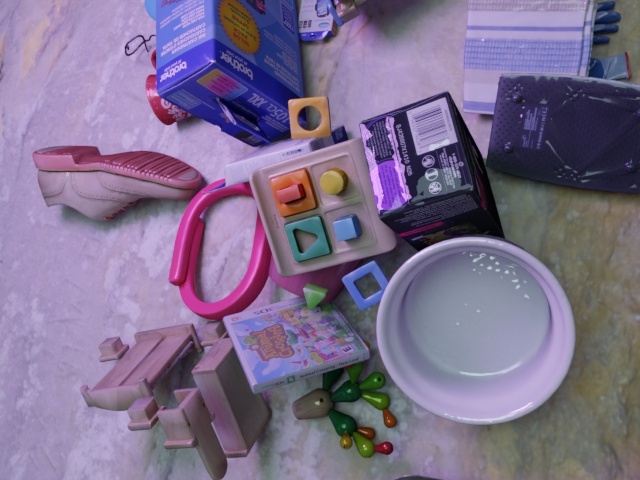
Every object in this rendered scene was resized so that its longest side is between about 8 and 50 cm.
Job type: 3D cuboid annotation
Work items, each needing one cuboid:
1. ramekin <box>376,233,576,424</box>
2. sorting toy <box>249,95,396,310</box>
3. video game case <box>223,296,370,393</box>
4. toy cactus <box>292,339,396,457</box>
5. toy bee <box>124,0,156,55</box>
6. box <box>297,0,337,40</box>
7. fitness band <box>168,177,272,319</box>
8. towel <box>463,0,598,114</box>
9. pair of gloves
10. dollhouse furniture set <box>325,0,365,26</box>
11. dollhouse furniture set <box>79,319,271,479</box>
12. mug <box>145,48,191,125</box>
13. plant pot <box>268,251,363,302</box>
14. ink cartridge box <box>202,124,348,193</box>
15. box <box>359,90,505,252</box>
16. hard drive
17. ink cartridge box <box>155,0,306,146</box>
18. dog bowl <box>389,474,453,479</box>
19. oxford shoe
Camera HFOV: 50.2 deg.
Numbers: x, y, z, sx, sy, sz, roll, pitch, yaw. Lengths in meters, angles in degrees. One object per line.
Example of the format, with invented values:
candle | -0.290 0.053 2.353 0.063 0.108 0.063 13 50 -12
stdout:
ramekin | 0.231 0.120 1.028 0.277 0.135 0.277 3 101 14
sorting toy | 0.000 -0.048 1.054 0.195 0.047 0.348 -16 97 13
video game case | -0.047 0.160 1.138 0.193 0.023 0.212 -14 28 -15
toy cactus | 0.028 0.268 1.156 0.180 0.112 0.219 -26 75 26
toy bee | -0.291 -0.485 1.485 0.162 0.298 0.195 40 57 1
box | -0.002 -0.470 1.405 0.081 0.028 0.136 4 80 25
fitness band | -0.185 0.011 1.321 0.208 0.054 0.291 -6 62 24
towel | 0.343 -0.342 1.125 0.209 0.034 0.285 8 109 25
pair of gloves | 0.437 -0.320 1.166 0.159 0.023 0.198 -11 76 20
dollhouse furniture set | 0.097 -0.592 1.241 0.286 0.198 0.303 -24 45 17
dollhouse furniture set | -0.293 0.300 1.218 0.355 0.303 0.174 -11 109 23
mug | -0.272 -0.330 1.425 0.169 0.150 0.113 -14 51 16
plant pot | 0.000 0.000 1.192 0.201 0.201 0.180 29 105 28
ink cartridge box | -0.082 -0.153 1.252 0.223 0.223 0.045 -13 103 20
box | 0.184 -0.089 1.077 0.143 0.270 0.165 -17 70 19
hard drive | 0.404 -0.175 1.089 0.254 0.054 0.172 13 109 25
ink cartridge box | -0.166 -0.359 1.295 0.151 0.270 0.396 -18 66 32
dog bowl | 0.178 0.523 1.008 0.348 0.102 0.349 -7 73 22
oxford shoe | -0.430 -0.115 1.466 0.396 0.140 0.147 9 111 21
